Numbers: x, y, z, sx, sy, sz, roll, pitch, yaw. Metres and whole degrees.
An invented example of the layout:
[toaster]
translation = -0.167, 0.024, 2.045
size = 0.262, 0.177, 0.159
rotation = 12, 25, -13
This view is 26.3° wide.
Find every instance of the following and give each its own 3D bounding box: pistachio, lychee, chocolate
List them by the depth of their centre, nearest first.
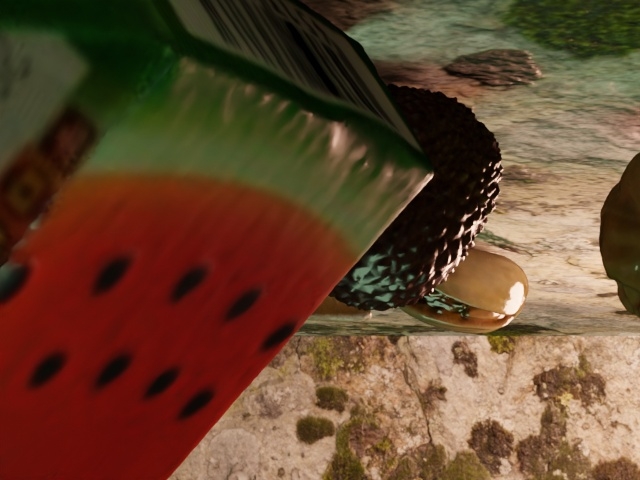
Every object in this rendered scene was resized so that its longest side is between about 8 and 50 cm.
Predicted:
[chocolate]
translation = -0.131, -0.009, 0.822
size = 0.161, 0.341, 0.360
rotation = 47, -165, 27
[lychee]
translation = 0.046, -0.038, 1.097
size = 0.195, 0.194, 0.194
rotation = 1, 171, 0
[pistachio]
translation = 0.200, 0.065, 1.939
size = 0.206, 0.131, 0.129
rotation = 11, 123, -24

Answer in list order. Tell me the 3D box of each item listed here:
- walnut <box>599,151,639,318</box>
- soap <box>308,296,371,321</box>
[walnut]
translation = 0.373, -0.002, 1.189
size = 0.257, 0.257, 0.224
rotation = 10, -161, -43
[soap]
translation = -0.072, 0.050, 1.806
size = 0.258, 0.080, 0.160
rotation = 2, -165, -14
